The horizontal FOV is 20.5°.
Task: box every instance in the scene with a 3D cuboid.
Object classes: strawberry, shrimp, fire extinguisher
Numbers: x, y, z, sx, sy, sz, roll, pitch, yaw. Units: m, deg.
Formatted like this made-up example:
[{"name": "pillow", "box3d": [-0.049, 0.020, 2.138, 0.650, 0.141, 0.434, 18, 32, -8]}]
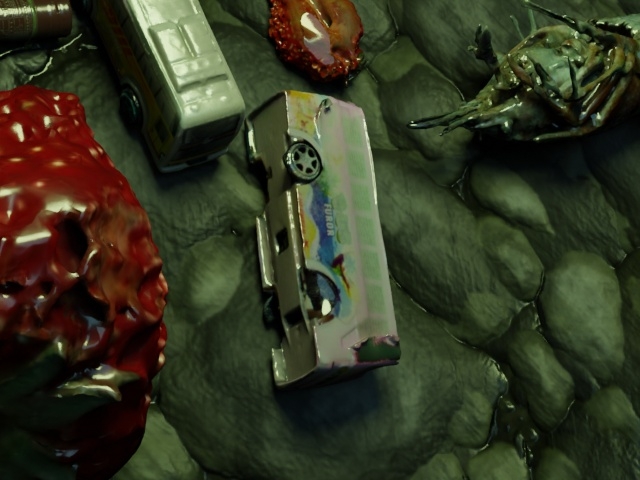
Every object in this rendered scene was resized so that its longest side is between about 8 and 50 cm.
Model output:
[{"name": "strawberry", "box3d": [-0.004, -0.220, 1.756, 0.104, 0.048, 0.152, -29, 87, -34]}, {"name": "shrimp", "box3d": [0.228, -0.177, 1.810, 0.372, 0.137, 0.172, -4, 35, -36]}, {"name": "fire extinguisher", "box3d": [-0.305, -0.191, 1.608, 0.157, 0.045, 0.078, -9, 96, -29]}, {"name": "strawberry", "box3d": [-0.261, 0.026, 1.424, 0.317, 0.295, 0.345, 54, 22, -39]}]

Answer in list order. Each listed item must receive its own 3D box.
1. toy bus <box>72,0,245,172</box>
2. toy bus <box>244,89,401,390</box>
[{"name": "toy bus", "box3d": [-0.157, -0.202, 1.643, 0.092, 0.106, 0.268, -19, 79, -28]}, {"name": "toy bus", "box3d": [0.000, 0.000, 1.647, 0.112, 0.090, 0.274, 4, 70, -33]}]
